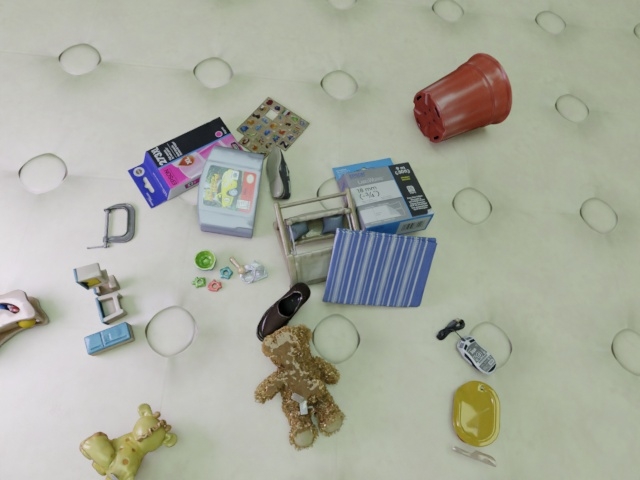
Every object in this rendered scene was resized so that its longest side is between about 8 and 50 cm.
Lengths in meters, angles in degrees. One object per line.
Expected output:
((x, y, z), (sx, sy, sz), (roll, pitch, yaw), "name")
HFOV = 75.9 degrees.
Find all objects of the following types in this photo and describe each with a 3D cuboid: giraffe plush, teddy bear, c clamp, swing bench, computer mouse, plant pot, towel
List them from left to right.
((-0.669, -0.049, 1.320), (0.137, 0.022, 0.161), (1, 69, -6), "c clamp")
((-0.478, 0.520, 1.048), (0.170, 0.210, 0.182), (-42, 110, -43), "giraffe plush")
((-0.058, 0.414, 1.175), (0.245, 0.113, 0.338), (-38, 85, -11), "teddy bear")
((0.000, 0.000, 1.303), (0.253, 0.165, 0.255), (-13, 71, -12), "swing bench")
((0.185, 0.089, 1.264), (0.335, 0.040, 0.244), (6, 108, -15), "towel")
((0.508, -0.510, 1.527), (0.264, 0.272, 0.273), (-26, 73, -7), "plant pot")
((0.464, 0.341, 1.289), (0.106, 0.042, 0.193), (-33, 70, -22), "computer mouse")

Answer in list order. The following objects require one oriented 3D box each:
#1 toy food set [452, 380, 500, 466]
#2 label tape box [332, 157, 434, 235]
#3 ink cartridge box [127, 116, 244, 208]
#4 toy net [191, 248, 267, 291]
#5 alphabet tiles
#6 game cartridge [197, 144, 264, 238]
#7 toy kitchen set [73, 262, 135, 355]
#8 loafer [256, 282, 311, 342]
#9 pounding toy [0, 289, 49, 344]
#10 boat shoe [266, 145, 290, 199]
((0.455, 0.529, 1.203), (0.128, 0.071, 0.218), (4, 64, 21), "toy food set")
((0.201, -0.175, 1.398), (0.240, 0.106, 0.334), (-12, 61, -12), "label tape box")
((-0.461, -0.274, 1.416), (0.370, 0.069, 0.176), (-33, 76, -15), "ink cartridge box")
((-0.284, 0.102, 1.292), (0.231, 0.045, 0.122), (7, 67, -4), "toy net")
((-0.186, -0.412, 1.529), (0.198, 0.009, 0.237), (34, 69, 7), "alphabet tiles")
((-0.302, -0.164, 1.358), (0.195, 0.060, 0.295), (8, 78, -8), "game cartridge")
((-0.632, 0.195, 1.149), (0.122, 0.166, 0.207), (-21, 72, -14), "toy kitchen set")
((-0.121, 0.214, 1.218), (0.080, 0.078, 0.220), (39, 95, 8), "loafer")
((-0.916, 0.228, 1.108), (0.269, 0.155, 0.154), (-17, 67, -13), "pounding toy")
((-0.143, -0.235, 1.446), (0.064, 0.075, 0.206), (19, 54, -45), "boat shoe")
